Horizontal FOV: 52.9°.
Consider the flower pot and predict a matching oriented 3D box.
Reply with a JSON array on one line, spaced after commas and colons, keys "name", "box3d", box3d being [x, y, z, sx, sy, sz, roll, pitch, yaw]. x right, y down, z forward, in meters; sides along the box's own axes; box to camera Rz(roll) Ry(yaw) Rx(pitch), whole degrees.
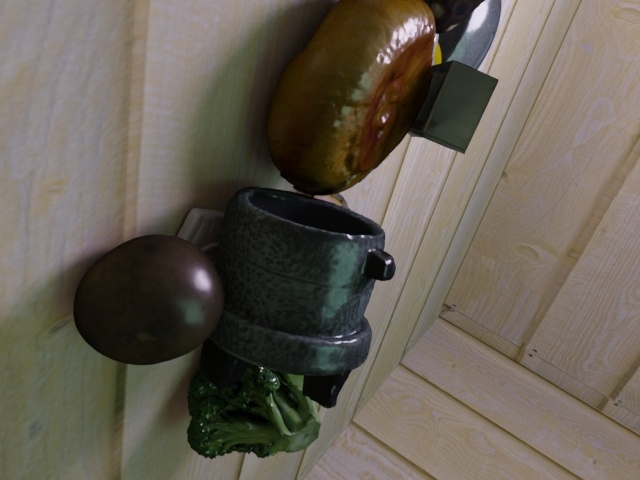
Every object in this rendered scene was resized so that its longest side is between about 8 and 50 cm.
[{"name": "flower pot", "box3d": [-0.033, 0.087, 0.988, 0.299, 0.299, 0.283, -10, 119, -65]}]

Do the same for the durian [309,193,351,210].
[{"name": "durian", "box3d": [-0.006, -0.004, 1.251, 0.305, 0.185, 0.195, -42, 135, -50]}]

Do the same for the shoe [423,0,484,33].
[{"name": "shoe", "box3d": [0.293, -0.511, 1.069, 0.171, 0.237, 0.384, -52, 162, -65]}]

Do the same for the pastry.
[{"name": "pastry", "box3d": [0.048, -0.232, 1.019, 0.356, 0.164, 0.356, -47, 161, -22]}]

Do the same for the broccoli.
[{"name": "broccoli", "box3d": [-0.118, 0.310, 1.258, 0.308, 0.275, 0.308, -19, 127, -27]}]

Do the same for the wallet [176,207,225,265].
[{"name": "wallet", "box3d": [-0.175, 0.012, 1.021, 0.124, 0.032, 0.183, -64, 159, 5]}]

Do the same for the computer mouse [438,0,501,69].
[{"name": "computer mouse", "box3d": [0.310, -0.431, 1.440, 0.203, 0.114, 0.374, -19, 136, -62]}]

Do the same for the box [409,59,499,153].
[{"name": "box", "box3d": [0.221, -0.236, 1.134, 0.225, 0.086, 0.129, -94, -153, -78]}]

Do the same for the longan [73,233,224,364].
[{"name": "longan", "box3d": [-0.218, 0.076, 0.826, 0.187, 0.167, 0.167, -20, 140, -34]}]

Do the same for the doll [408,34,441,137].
[{"name": "doll", "box3d": [0.177, -0.311, 1.291, 0.237, 0.111, 0.252, -30, 135, -51]}]
